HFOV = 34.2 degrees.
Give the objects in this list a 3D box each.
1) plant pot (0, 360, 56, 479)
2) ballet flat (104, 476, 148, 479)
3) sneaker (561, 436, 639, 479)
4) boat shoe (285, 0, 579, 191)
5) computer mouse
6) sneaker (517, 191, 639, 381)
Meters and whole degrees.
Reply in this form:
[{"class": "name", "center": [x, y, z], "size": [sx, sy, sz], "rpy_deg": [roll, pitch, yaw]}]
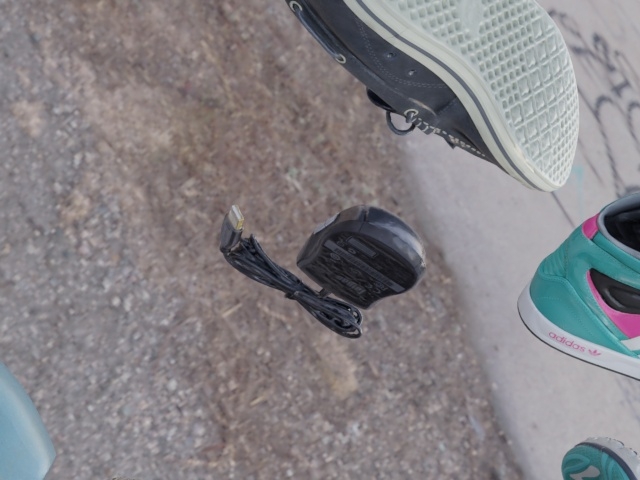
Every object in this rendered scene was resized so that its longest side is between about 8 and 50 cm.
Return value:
[{"class": "plant pot", "center": [-0.410, 0.251, 1.144], "size": [0.195, 0.290, 0.290], "rpy_deg": [29, 33, -8]}, {"class": "ballet flat", "center": [-0.074, 0.400, 1.262], "size": [0.483, 0.182, 0.164], "rpy_deg": [30, 55, -36]}, {"class": "sneaker", "center": [0.270, 0.274, 0.946], "size": [0.275, 0.110, 0.107], "rpy_deg": [-108, -179, -68]}, {"class": "boat shoe", "center": [0.140, -0.207, 1.160], "size": [0.500, 0.156, 0.186], "rpy_deg": [31, 69, -42]}, {"class": "computer mouse", "center": [0.000, 0.000, 0.999], "size": [0.184, 0.262, 0.060], "rpy_deg": [31, 66, -2]}, {"class": "sneaker", "center": [0.349, 0.044, 0.939], "size": [0.296, 0.178, 0.123], "rpy_deg": [16, 42, -4]}]
